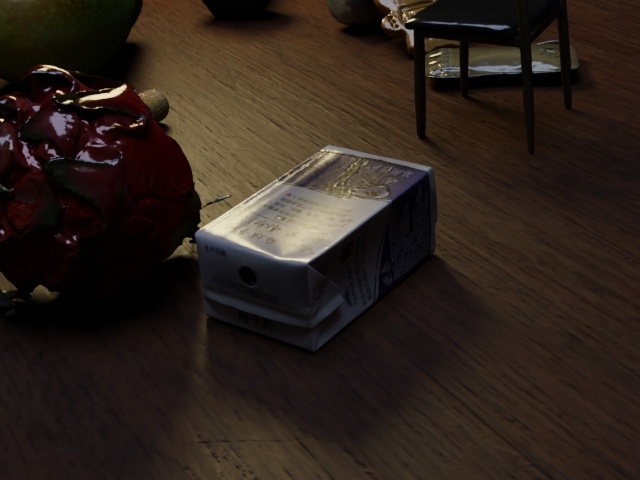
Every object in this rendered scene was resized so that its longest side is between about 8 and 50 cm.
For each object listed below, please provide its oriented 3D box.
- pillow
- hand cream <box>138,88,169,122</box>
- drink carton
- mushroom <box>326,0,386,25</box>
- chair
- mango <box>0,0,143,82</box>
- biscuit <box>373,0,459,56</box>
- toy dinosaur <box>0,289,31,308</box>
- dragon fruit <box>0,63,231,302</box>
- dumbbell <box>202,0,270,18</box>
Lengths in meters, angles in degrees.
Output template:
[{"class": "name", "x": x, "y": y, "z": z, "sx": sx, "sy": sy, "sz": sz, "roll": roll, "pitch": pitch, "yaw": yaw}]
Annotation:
[{"class": "pillow", "x": 0.254, "y": -0.252, "z": 1.585, "sx": 0.217, "sy": 0.033, "sz": 0.130, "roll": -1, "pitch": 27, "yaw": 8}, {"class": "hand cream", "x": -0.253, "y": -0.151, "z": 1.434, "sx": 0.084, "sy": 0.084, "sz": 0.203, "roll": 5, "pitch": 24, "yaw": 17}, {"class": "drink carton", "x": 0.000, "y": 0.001, "z": 1.081, "sx": 0.134, "sy": 0.102, "sz": 0.222, "roll": 17, "pitch": 35, "yaw": 32}, {"class": "mushroom", "x": 0.146, "y": -0.444, "z": 1.837, "sx": 0.328, "sy": 0.159, "sz": 0.122, "roll": -13, "pitch": 33, "yaw": -23}, {"class": "chair", "x": 0.212, "y": -0.272, "z": 1.378, "sx": 0.166, "sy": 0.272, "sz": 0.188, "roll": 11, "pitch": 31, "yaw": 26}, {"class": "mango", "x": -0.382, "y": -0.342, "z": 1.685, "sx": 0.225, "sy": 0.201, "sz": 0.382, "roll": -18, "pitch": 11, "yaw": 23}, {"class": "biscuit", "x": 0.150, "y": -0.352, "z": 1.715, "sx": 0.133, "sy": 0.027, "sz": 0.184, "roll": -7, "pitch": 56, "yaw": -13}, {"class": "toy dinosaur", "x": -0.366, "y": 0.033, "z": 1.138, "sx": 0.082, "sy": 0.039, "sz": 0.209, "roll": -24, "pitch": 33, "yaw": -30}, {"class": "dragon fruit", "x": -0.214, "y": -0.054, "z": 1.103, "sx": 0.293, "sy": 0.234, "sz": 0.233, "roll": -5, "pitch": 22, "yaw": -43}, {"class": "dumbbell", "x": -0.122, "y": -0.518, "z": 1.994, "sx": 0.159, "sy": 0.144, "sz": 0.325, "roll": 3, "pitch": 35, "yaw": 11}]
